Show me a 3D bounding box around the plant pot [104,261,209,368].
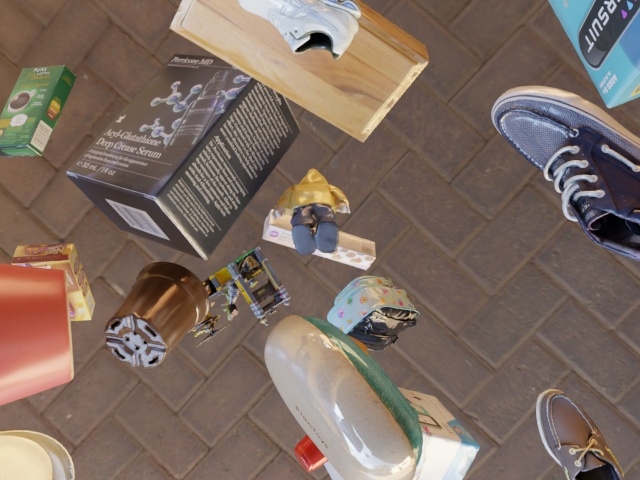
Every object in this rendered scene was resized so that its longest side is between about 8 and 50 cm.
[{"bbox_3d":[-0.329,0.152,1.115,0.167,0.165,0.166,6,118,11],"label":"plant pot"}]

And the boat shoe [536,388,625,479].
[{"bbox_3d":[0.542,0.456,1.135,0.117,0.096,0.324,-18,71,-1],"label":"boat shoe"}]

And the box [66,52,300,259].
[{"bbox_3d":[-0.286,-0.198,1.241,0.294,0.212,0.395,15,61,33],"label":"box"}]

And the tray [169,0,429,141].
[{"bbox_3d":[-0.033,-0.360,1.004,0.411,0.076,0.203,26,128,-21],"label":"tray"}]

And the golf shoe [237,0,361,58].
[{"bbox_3d":[-0.038,-0.295,0.751,0.176,0.069,0.086,16,79,10],"label":"golf shoe"}]

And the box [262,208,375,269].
[{"bbox_3d":[0.000,0.000,1.583,0.324,0.067,0.063,17,135,-18],"label":"box"}]

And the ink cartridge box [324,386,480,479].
[{"bbox_3d":[0.164,0.457,1.263,0.270,0.198,0.197,21,100,-27],"label":"ink cartridge box"}]

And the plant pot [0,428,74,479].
[{"bbox_3d":[-0.444,0.349,0.733,0.032,0.236,0.236,21,93,40],"label":"plant pot"}]

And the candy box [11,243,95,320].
[{"bbox_3d":[-0.541,0.090,1.155,0.109,0.053,0.186,-2,135,-7],"label":"candy box"}]

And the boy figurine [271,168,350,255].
[{"bbox_3d":[-0.024,-0.078,1.304,0.177,0.285,0.092,-8,120,0],"label":"boy figurine"}]

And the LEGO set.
[{"bbox_3d":[-0.238,0.173,1.526,0.331,0.255,0.192,-32,91,-33],"label":"LEGO set"}]

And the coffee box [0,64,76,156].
[{"bbox_3d":[-0.543,-0.245,1.064,0.113,0.040,0.184,2,67,23],"label":"coffee box"}]

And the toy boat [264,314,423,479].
[{"bbox_3d":[0.034,0.230,0.794,0.148,0.318,0.267,-31,63,-23],"label":"toy boat"}]

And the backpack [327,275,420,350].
[{"bbox_3d":[0.111,0.166,1.298,0.166,0.188,0.144,-46,60,25],"label":"backpack"}]

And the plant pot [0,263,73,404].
[{"bbox_3d":[-0.547,0.154,0.934,0.243,0.275,0.274,-4,92,-25],"label":"plant pot"}]

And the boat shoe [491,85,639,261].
[{"bbox_3d":[0.397,-0.105,0.854,0.341,0.127,0.158,31,57,15],"label":"boat shoe"}]

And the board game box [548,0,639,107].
[{"bbox_3d":[0.224,-0.311,0.438,0.079,0.254,0.335,-22,76,3],"label":"board game box"}]
